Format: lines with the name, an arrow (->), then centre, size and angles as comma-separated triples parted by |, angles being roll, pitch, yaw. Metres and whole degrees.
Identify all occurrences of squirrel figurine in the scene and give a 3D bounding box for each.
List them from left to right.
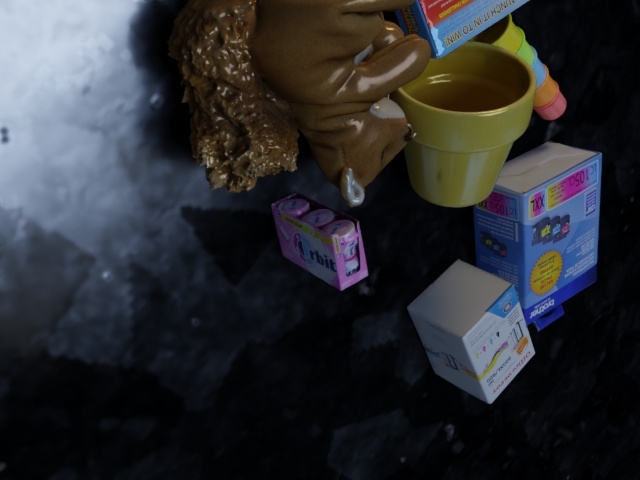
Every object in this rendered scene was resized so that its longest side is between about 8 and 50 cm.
squirrel figurine -> -0.029, -0.226, 1.152 | 0.397, 0.281, 0.370 | -24, 133, -12

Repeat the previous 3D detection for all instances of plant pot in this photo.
plant pot -> 0.249, -0.201, 1.368 | 0.254, 0.254, 0.239 | -29, 140, -26

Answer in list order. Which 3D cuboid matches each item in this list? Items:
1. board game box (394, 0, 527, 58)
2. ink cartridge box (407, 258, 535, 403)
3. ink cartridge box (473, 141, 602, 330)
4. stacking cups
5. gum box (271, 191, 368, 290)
board game box -> 0.239, -0.518, 1.272 | 0.308, 0.086, 0.301 | -35, 118, -16
ink cartridge box -> 0.332, 0.199, 1.629 | 0.171, 0.168, 0.232 | -42, 129, -19
ink cartridge box -> 0.494, 0.008, 1.697 | 0.270, 0.151, 0.395 | -26, 124, -28
stacking cups -> 0.415, -0.341, 1.524 | 0.316, 0.096, 0.096 | 34, 86, -42
gum box -> 0.000, 0.000, 1.271 | 0.062, 0.188, 0.107 | -28, 124, -27
